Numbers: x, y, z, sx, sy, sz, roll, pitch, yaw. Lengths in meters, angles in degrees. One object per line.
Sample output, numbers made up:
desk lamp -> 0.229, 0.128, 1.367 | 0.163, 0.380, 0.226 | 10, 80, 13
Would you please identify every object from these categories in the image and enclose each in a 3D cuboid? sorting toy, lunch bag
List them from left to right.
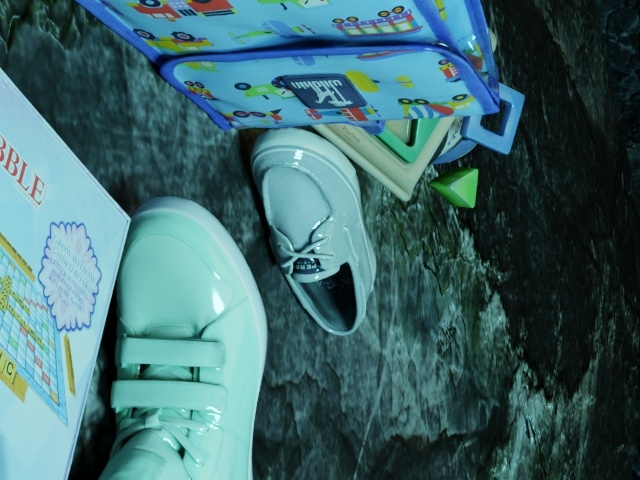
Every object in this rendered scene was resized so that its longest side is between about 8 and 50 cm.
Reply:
lunch bag -> -0.011, -0.163, 0.934 | 0.293, 0.221, 0.138 | 52, 39, -56
sorting toy -> 0.072, -0.159, 1.225 | 0.348, 0.047, 0.196 | 37, 75, -34

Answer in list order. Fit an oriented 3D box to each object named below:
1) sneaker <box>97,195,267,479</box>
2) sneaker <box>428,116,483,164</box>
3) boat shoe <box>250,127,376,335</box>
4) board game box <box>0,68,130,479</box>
sneaker -> -0.093, 0.106, 0.831 | 0.151, 0.094, 0.255 | -36, 122, -73
sneaker -> 0.094, -0.209, 1.358 | 0.182, 0.128, 0.315 | -48, 132, -65
boat shoe -> -0.001, 0.000, 1.130 | 0.227, 0.079, 0.081 | 65, 24, -50
board game box -> -0.210, 0.041, 0.584 | 0.318, 0.066, 0.318 | 58, 35, -51
